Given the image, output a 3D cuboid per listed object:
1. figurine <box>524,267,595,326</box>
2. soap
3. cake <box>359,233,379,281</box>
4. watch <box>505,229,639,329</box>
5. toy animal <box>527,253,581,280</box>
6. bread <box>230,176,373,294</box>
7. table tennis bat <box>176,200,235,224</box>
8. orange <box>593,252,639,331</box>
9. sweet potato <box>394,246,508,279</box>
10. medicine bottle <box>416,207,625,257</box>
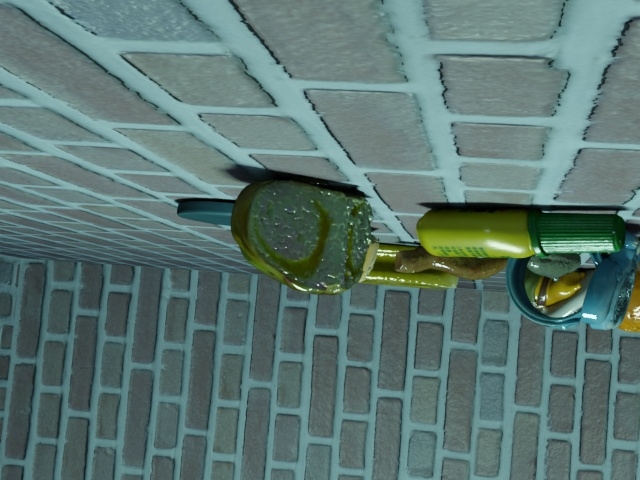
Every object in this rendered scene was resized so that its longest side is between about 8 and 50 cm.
[{"bbox_3d":[0.572,0.102,2.439,0.141,0.167,0.250,41,137,-9],"label":"figurine"},{"bbox_3d":[0.151,0.058,2.263,0.314,0.091,0.199,6,176,-6],"label":"soap"},{"bbox_3d":[-0.003,0.021,1.916,0.225,0.090,0.109,7,-168,-5],"label":"cake"},{"bbox_3d":[0.413,0.054,1.625,0.193,0.211,0.211,18,-179,27],"label":"watch"},{"bbox_3d":[0.394,0.030,1.886,0.252,0.070,0.079,10,157,-22],"label":"toy animal"},{"bbox_3d":[-0.028,-0.005,1.412,0.260,0.158,0.156,11,176,-32],"label":"bread"},{"bbox_3d":[-0.096,-0.033,1.764,0.329,0.044,0.215,10,173,-26],"label":"table tennis bat"},{"bbox_3d":[0.583,0.081,1.774,0.193,0.161,0.193,-2,164,-1],"label":"orange"},{"bbox_3d":[0.298,0.049,2.151,0.281,0.067,0.059,6,-178,-19],"label":"sweet potato"},{"bbox_3d":[0.296,-0.010,1.469,0.308,0.076,0.111,2,176,31],"label":"medicine bottle"}]
